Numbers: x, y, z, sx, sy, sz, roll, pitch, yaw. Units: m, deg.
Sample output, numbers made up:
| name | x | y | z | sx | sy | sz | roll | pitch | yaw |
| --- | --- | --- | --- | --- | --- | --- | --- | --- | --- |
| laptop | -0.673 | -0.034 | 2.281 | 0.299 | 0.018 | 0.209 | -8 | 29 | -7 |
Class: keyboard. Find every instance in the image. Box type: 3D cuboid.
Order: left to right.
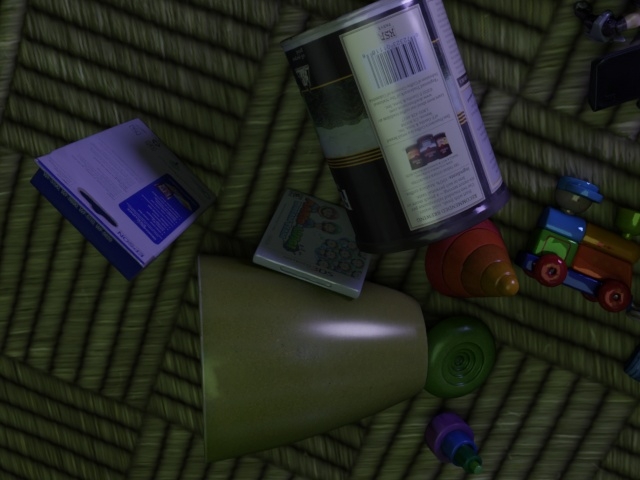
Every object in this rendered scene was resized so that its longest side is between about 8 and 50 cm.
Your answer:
| name | x | y | z | sx | sy | sz | roll | pitch | yaw |
| --- | --- | --- | --- | --- | --- | --- | --- | --- | --- |
| keyboard | 0.417 | -0.209 | 0.990 | 0.180 | 0.023 | 0.108 | -17 | 136 | 1 |

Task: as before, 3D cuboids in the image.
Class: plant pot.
| name | x | y | z | sx | sy | sz | roll | pitch | yaw |
| --- | --- | --- | --- | --- | --- | --- | --- | --- | --- |
| plant pot | -0.015 | 0.148 | 1.090 | 0.293 | 0.275 | 0.275 | -2 | 108 | -9 |

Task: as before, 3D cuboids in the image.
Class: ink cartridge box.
| name | x | y | z | sx | sy | sz | roll | pitch | yaw |
| --- | --- | --- | --- | --- | --- | --- | --- | --- | --- |
| ink cartridge box | -0.242 | -0.055 | 1.000 | 0.065 | 0.333 | 0.165 | -42 | 96 | 15 |

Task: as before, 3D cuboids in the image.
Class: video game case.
| name | x | y | z | sx | sy | sz | roll | pitch | yaw |
| --- | --- | --- | --- | --- | --- | --- | --- | --- | --- |
| video game case | 0.000 | 0.000 | 1.076 | 0.143 | 0.157 | 0.019 | 19 | 129 | 2 |

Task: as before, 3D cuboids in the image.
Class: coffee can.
| name | x | y | z | sx | sy | sz | roll | pitch | yaw |
| --- | --- | --- | --- | --- | --- | --- | --- | --- | --- |
| coffee can | 0.093 | -0.149 | 0.989 | 0.201 | 0.201 | 0.275 | -18 | 103 | 14 |

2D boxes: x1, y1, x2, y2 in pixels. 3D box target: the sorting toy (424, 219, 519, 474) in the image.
| name | x | y | z | sx | sy | sz | roll | pitch | yaw |
| --- | --- | --- | --- | --- | --- | --- | --- | --- | --- |
| sorting toy | 0.210 | 0.158 | 1.089 | 0.127 | 0.126 | 0.366 | -3 | 109 | -20 |

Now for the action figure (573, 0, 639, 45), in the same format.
| name | x | y | z | sx | sy | sz | roll | pitch | yaw |
| --- | --- | --- | --- | --- | --- | --- | --- | --- | --- |
| action figure | 0.341 | -0.339 | 0.950 | 0.285 | 0.099 | 0.185 | 22 | 103 | -13 |

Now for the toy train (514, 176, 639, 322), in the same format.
| name | x | y | z | sx | sy | sz | roll | pitch | yaw |
| --- | --- | --- | --- | --- | --- | --- | --- | --- | --- |
| toy train | 0.396 | 0.022 | 1.058 | 0.248 | 0.105 | 0.143 | 22 | 96 | 1 |

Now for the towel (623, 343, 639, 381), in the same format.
| name | x | y | z | sx | sy | sz | roll | pitch | yaw |
| --- | --- | --- | --- | --- | --- | --- | --- | --- | --- |
| towel | 0.491 | 0.184 | 1.124 | 0.119 | 0.029 | 0.067 | 24 | 110 | 0 |
